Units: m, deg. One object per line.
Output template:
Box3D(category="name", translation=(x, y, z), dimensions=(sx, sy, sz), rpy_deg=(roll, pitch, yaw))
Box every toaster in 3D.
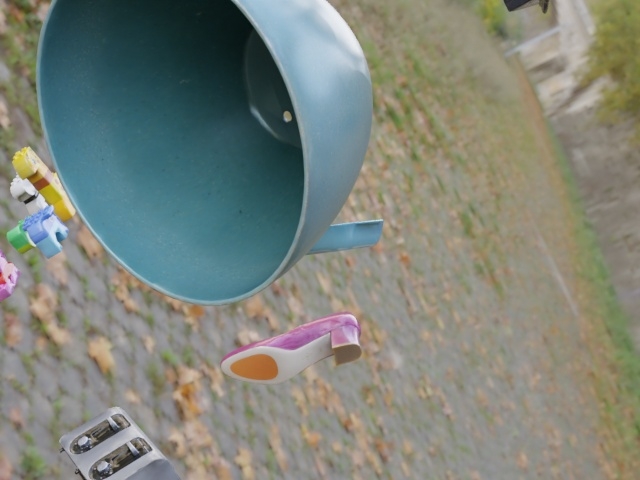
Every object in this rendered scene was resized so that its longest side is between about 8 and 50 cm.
Box3D(category="toaster", translation=(-0.263, 0.347, 1.578), dimensions=(0.168, 0.110, 0.185), rpy_deg=(32, -29, 54))

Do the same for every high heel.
Box3D(category="high heel", translation=(-0.051, 0.174, 1.918), dimensions=(0.117, 0.244, 0.082), rpy_deg=(-101, 177, -62))

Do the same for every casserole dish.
Box3D(category="casserole dish", translation=(0.000, 0.000, 1.504), dimensions=(0.114, 0.188, 0.037), rpy_deg=(-7, 89, -50))

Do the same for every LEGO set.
Box3D(category="LEGO set", translation=(-0.337, -0.044, 1.281), dimensions=(0.093, 0.087, 0.227), rpy_deg=(54, 18, -26))

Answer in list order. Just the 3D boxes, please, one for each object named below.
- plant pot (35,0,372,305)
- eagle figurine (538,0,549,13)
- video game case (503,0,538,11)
Box3D(category="plant pot", translation=(-0.069, -0.115, 0.950), dimensions=(0.195, 0.290, 0.290), rpy_deg=(-31, 95, -47))
Box3D(category="eagle figurine", translation=(0.252, -0.420, 1.166), dimensions=(0.298, 0.226, 0.225), rpy_deg=(49, 29, -26))
Box3D(category="video game case", translation=(0.436, -0.428, 1.678), dimensions=(0.275, 0.248, 0.035), rpy_deg=(-27, 93, -49))
